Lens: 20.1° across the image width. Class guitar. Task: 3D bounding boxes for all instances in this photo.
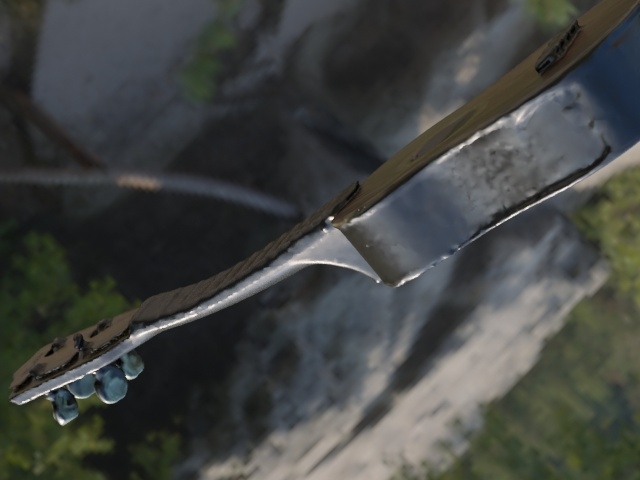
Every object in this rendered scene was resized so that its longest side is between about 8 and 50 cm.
[{"bbox_3d":[0.001,0.002,0.580,0.271,0.038,0.084,-31,-172,29],"label":"guitar"}]
